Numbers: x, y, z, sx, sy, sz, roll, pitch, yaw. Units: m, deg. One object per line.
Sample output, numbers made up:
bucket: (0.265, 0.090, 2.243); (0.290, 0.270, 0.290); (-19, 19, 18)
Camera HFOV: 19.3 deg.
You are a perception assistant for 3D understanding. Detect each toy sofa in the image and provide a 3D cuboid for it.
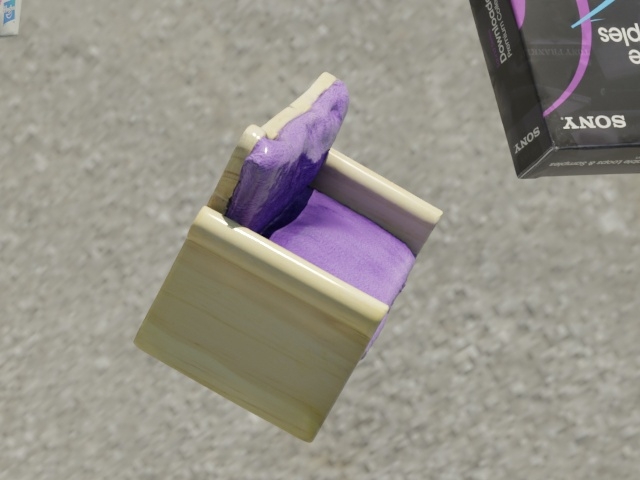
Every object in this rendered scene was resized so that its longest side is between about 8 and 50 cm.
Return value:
toy sofa: (0.000, 0.000, 1.446); (0.150, 0.177, 0.362); (30, 15, 3)

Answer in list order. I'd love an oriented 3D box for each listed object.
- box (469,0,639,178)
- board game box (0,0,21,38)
box: (0.107, -0.101, 0.691); (0.116, 0.029, 0.162); (-4, 71, -27)
board game box: (-0.282, -0.277, 1.183); (0.308, 0.086, 0.302); (-23, 124, -68)
